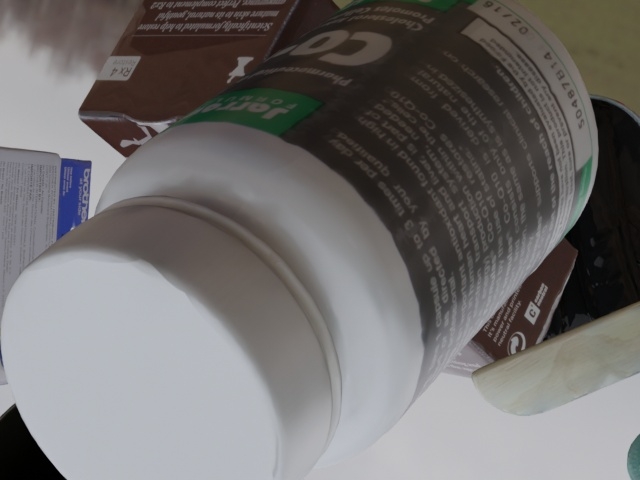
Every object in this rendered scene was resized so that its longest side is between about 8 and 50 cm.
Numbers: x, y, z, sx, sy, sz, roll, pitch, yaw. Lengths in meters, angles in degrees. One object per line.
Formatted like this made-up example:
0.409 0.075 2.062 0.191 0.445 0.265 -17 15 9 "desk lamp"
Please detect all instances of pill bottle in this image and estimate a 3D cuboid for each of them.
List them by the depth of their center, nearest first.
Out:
0.000 0.000 0.966 0.204 0.204 0.361 19 -145 24 "pill bottle"

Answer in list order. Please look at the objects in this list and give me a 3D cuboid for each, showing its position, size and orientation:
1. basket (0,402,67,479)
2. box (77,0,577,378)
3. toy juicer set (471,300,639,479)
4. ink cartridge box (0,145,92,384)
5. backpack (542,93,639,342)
-0.189 0.234 1.559 0.154 0.204 0.227 60 178 29 "basket"
0.015 -0.041 1.350 0.191 0.143 0.381 8 156 46 "box"
0.243 0.090 0.686 0.329 0.209 0.089 44 169 24 "toy juicer set"
-0.276 0.018 1.282 0.065 0.186 0.311 4 -178 24 "ink cartridge box"
0.232 -0.007 1.591 0.225 0.253 0.191 -15 178 15 "backpack"
